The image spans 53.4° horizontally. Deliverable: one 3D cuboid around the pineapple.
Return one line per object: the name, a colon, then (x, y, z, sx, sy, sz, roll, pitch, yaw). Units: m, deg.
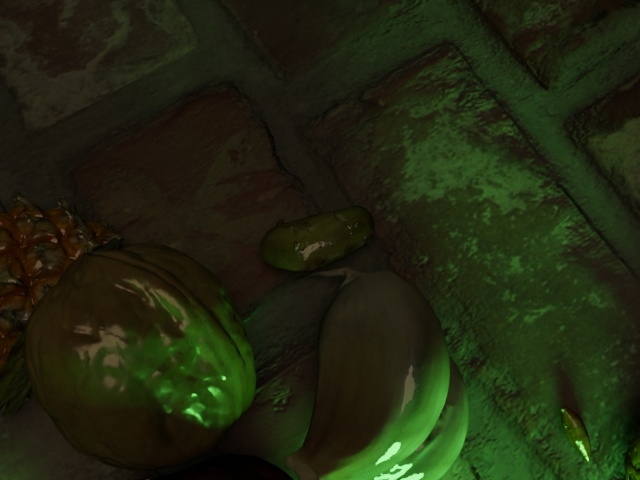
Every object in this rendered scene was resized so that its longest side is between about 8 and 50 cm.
pineapple: (-0.501, 0.054, 0.907, 0.286, 0.209, 0.344, 28, 79, 4)

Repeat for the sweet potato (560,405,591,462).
sweet potato: (0.393, 0.296, 0.980, 0.034, 0.034, 0.095, -23, 90, -7)

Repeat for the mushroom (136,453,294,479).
mushroom: (-0.149, 0.418, 0.793, 0.345, 0.345, 0.259, -25, 60, -7)

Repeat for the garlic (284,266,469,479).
garlic: (0.100, 0.200, 0.939, 0.246, 0.231, 0.340, -23, 54, 35)

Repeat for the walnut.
walnut: (-0.233, 0.151, 0.850, 0.277, 0.252, 0.313, -33, 111, -20)

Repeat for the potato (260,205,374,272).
potato: (0.000, 0.000, 1.002, 0.188, 0.085, 0.105, -21, 41, -12)

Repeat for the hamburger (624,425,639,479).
hamburger: (0.577, 0.327, 0.886, 0.211, 0.245, 0.260, -27, 115, -15)
